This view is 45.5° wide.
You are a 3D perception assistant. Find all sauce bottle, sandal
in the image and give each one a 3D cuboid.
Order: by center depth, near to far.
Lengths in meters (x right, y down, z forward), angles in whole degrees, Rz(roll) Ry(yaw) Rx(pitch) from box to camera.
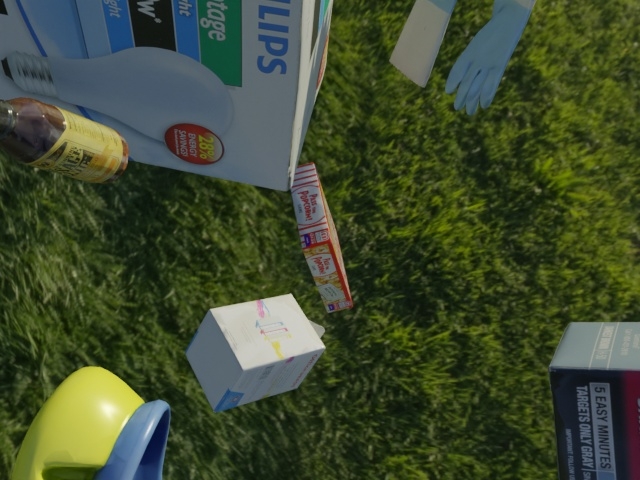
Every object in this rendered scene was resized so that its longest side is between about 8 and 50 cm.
[{"bbox_3d":[-0.089,0.227,0.359,0.138,0.126,0.317,9,84,1],"label":"sandal"},{"bbox_3d":[-0.172,-0.064,0.472,0.042,0.128,0.042,-3,83,24],"label":"sauce bottle"}]

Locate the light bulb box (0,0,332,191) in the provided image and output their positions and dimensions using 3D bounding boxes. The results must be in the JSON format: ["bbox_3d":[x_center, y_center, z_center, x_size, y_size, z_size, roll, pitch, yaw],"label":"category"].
[{"bbox_3d":[-0.173,-0.268,0.791,0.361,0.358,0.225,11,56,2],"label":"light bulb box"}]

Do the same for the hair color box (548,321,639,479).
[{"bbox_3d":[0.357,0.157,0.506,0.113,0.374,0.185,-25,110,-63],"label":"hair color box"}]

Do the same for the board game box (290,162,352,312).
[{"bbox_3d":[0.000,0.000,1.149,0.045,0.193,0.147,-14,57,3],"label":"board game box"}]

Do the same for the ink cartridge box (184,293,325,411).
[{"bbox_3d":[-0.073,0.133,0.932,0.143,0.092,0.090,-8,53,-41],"label":"ink cartridge box"}]

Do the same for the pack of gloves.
[{"bbox_3d":[0.184,-0.271,0.878,0.046,0.195,0.232,4,122,-32],"label":"pack of gloves"}]
